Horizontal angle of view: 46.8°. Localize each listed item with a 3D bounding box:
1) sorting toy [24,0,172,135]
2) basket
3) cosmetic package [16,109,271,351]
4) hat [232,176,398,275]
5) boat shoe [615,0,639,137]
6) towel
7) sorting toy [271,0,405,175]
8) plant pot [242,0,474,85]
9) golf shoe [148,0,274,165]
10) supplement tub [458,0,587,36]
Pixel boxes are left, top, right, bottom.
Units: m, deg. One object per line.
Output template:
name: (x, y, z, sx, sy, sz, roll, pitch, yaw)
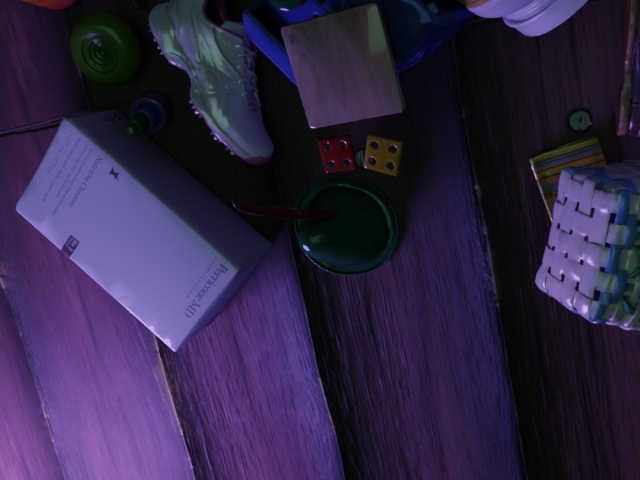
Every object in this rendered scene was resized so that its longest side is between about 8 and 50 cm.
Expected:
sorting toy: (-0.389, -0.314, 1.198, 0.127, 0.126, 0.365, -27, 111, 27)
basket: (0.456, 0.012, 0.993, 0.289, 0.201, 0.254, -2, 108, -22)
cosmetic package: (-0.305, -0.023, 1.286, 0.385, 0.156, 0.217, 40, 113, 6)
hat: (0.000, 0.000, 1.163, 0.208, 0.183, 0.173, 3, 107, 19)
boat shoe: (0.441, -0.242, 0.992, 0.073, 0.073, 0.207, 2, 114, 18)
towel: (0.397, -0.030, 1.097, 0.102, 0.021, 0.237, -19, 99, 25)
sorting toy: (0.037, -0.210, 0.924, 0.132, 0.046, 0.274, -6, 113, 29)
plant pot: (0.049, -0.315, 1.030, 0.236, 0.236, 0.212, 45, 123, 2)
golf shoe: (-0.148, -0.268, 1.180, 0.140, 0.115, 0.306, -30, 95, 22)
supplement tub: (0.196, -0.418, 0.897, 0.316, 0.228, 0.228, 30, 117, -18)
